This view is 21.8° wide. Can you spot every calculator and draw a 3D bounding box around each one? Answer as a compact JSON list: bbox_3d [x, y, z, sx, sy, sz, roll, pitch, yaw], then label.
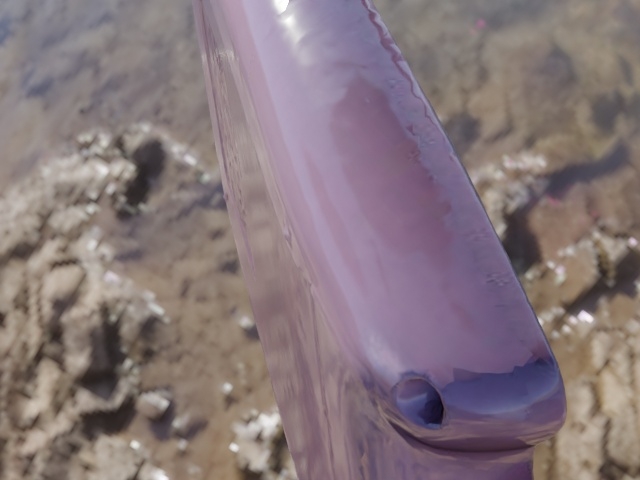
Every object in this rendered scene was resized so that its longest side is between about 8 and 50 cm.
[{"bbox_3d":[-0.001,0.001,0.469,0.043,0.194,0.294,-15,40,-8],"label":"calculator"}]
